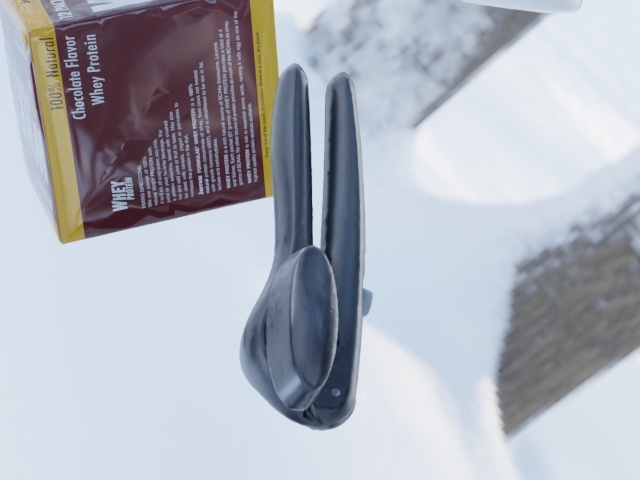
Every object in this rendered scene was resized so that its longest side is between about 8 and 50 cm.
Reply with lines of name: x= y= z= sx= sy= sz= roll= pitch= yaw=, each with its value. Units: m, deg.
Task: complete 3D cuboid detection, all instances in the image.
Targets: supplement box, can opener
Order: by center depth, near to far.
can opener: x=0.000 y=0.000 z=0.839 sx=0.059 sy=0.073 sz=0.186 roll=19 pitch=57 yaw=-24
supplement box: x=-0.144 y=-0.127 z=1.445 sx=0.129 sy=0.194 sz=0.191 roll=-126 pitch=-153 yaw=-53

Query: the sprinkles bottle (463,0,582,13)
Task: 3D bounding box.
sprinkles bottle: x=0.184 y=-0.371 z=1.496 sx=0.121 sy=0.356 sz=0.121 roll=7 pitch=10 yaw=-1
